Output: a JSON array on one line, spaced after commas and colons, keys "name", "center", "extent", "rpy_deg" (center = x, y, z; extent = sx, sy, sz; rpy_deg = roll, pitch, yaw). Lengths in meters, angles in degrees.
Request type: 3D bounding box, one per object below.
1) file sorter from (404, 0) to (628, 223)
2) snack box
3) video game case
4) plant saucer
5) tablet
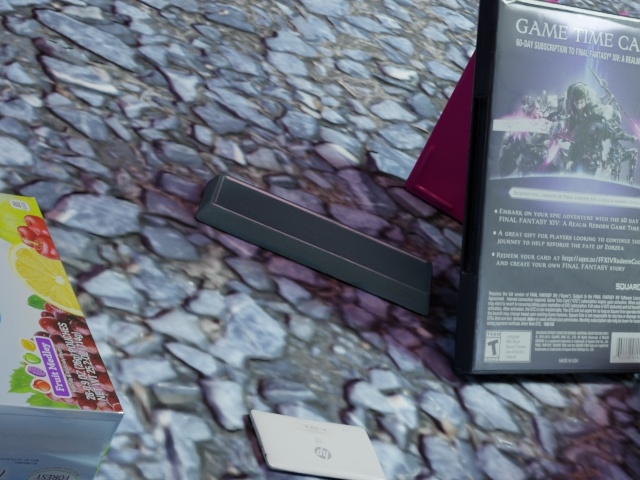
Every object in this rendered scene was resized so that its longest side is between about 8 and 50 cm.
[{"name": "file sorter", "center": [0.266, -0.075, 1.432], "extent": [0.290, 0.202, 0.182], "rpy_deg": [32, 25, 12]}, {"name": "snack box", "center": [-0.225, 0.047, 0.933], "extent": [0.174, 0.070, 0.207], "rpy_deg": [9, 31, -31]}, {"name": "video game case", "center": [0.188, -0.037, 1.249], "extent": [0.196, 0.274, 0.026], "rpy_deg": [3, 0, -37]}, {"name": "plant saucer", "center": [0.000, 0.000, 1.267], "extent": [0.192, 0.018, 0.067], "rpy_deg": [22, 27, -5]}, {"name": "tablet", "center": [-0.002, 0.130, 1.048], "extent": [0.083, 0.006, 0.054], "rpy_deg": [11, 31, -25]}]
